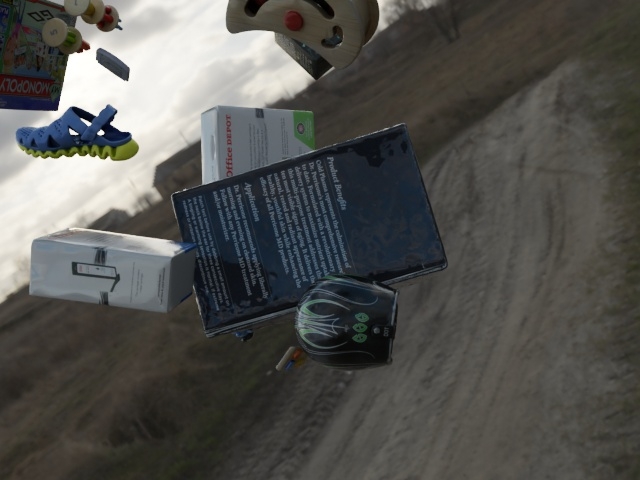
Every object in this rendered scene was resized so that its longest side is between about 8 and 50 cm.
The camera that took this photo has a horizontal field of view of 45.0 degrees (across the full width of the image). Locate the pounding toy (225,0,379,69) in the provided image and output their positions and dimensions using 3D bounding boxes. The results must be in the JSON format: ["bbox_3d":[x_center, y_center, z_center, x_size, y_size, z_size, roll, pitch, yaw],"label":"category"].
[{"bbox_3d":[0.010,-0.349,1.105,0.270,0.154,0.155,7,42,25],"label":"pounding toy"}]

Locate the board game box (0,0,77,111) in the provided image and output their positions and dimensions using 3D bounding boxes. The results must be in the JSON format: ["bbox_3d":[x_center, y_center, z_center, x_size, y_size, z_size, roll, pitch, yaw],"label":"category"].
[{"bbox_3d":[-0.560,-0.350,1.429,0.317,0.046,0.213,-45,-29,-78],"label":"board game box"}]

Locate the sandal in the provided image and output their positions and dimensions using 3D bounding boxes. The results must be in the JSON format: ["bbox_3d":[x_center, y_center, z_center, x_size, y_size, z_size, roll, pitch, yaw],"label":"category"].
[{"bbox_3d":[-0.628,-0.284,1.980,0.318,0.138,0.126,-1,29,3],"label":"sandal"}]

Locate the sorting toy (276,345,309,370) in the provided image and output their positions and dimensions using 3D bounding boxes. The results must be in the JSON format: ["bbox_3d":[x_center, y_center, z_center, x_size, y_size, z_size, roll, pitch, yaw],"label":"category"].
[{"bbox_3d":[-0.033,0.191,1.311,0.062,0.012,0.083,4,-52,-48],"label":"sorting toy"}]

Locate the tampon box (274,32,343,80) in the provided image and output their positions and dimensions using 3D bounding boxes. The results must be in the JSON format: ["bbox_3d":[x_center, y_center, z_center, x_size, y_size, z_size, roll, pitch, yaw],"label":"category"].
[{"bbox_3d":[-0.023,-0.516,1.961,0.120,0.161,0.101,-41,-13,-13],"label":"tampon box"}]

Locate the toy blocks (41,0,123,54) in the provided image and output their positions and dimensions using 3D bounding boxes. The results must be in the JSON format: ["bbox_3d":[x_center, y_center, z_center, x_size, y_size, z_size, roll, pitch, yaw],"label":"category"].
[{"bbox_3d":[-0.438,-0.397,1.452,0.123,0.054,0.148,-50,-13,9],"label":"toy blocks"}]

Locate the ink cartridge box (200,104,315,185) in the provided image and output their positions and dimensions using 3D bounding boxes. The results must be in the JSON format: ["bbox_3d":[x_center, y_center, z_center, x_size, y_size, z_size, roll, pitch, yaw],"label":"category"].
[{"bbox_3d":[-0.156,-0.226,1.942,0.273,0.198,0.115,-1,-1,-31],"label":"ink cartridge box"}]

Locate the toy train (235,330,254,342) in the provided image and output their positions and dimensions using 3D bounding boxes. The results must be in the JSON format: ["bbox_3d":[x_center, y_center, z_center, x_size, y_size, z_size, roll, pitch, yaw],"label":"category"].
[{"bbox_3d":[-0.212,0.192,1.976,0.080,0.184,0.105,-4,61,17],"label":"toy train"}]

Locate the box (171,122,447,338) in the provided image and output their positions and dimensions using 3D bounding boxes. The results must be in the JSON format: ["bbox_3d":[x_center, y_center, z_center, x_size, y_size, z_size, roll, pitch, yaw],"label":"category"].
[{"bbox_3d":[0.000,0.000,1.647,0.472,0.297,0.480,-15,-6,5],"label":"box"}]

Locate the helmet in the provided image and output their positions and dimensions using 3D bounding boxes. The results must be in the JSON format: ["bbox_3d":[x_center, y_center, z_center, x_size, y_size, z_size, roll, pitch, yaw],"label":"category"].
[{"bbox_3d":[0.038,0.128,1.218,0.162,0.169,0.169,6,16,8],"label":"helmet"}]

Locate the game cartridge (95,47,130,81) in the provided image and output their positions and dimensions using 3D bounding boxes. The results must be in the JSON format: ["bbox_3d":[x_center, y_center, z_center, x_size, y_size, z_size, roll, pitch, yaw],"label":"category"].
[{"bbox_3d":[-0.450,-0.382,1.675,0.017,0.083,0.056,-57,5,-20],"label":"game cartridge"}]

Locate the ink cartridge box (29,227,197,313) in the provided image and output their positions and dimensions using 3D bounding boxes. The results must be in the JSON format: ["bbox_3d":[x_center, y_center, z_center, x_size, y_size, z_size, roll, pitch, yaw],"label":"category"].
[{"bbox_3d":[-0.301,0.041,1.139,0.203,0.085,0.148,7,8,5],"label":"ink cartridge box"}]
